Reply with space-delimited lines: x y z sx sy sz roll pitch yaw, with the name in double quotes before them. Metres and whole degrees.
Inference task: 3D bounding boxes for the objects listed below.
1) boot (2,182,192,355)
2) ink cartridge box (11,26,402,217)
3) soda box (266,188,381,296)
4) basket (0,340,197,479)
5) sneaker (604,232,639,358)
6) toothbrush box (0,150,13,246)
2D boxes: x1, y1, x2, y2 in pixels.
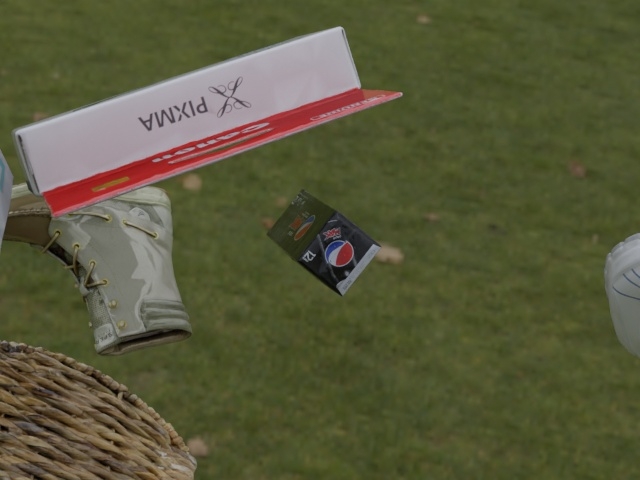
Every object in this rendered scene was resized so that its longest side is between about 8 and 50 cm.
"boot" -0.231 0.030 1.400 0.213 0.077 0.165 -1 68 -32
"ink cartridge box" -0.107 -0.107 1.225 0.296 0.066 0.261 -20 10 -12
"soda box" 0.000 0.000 1.305 0.053 0.060 0.169 39 0 -13
"basket" -0.310 0.256 1.507 0.299 0.223 0.213 33 40 -27
"sneaker" 0.296 0.046 1.119 0.111 0.297 0.129 3 67 -6
"toothbrush box" -0.381 -0.054 0.943 0.295 0.216 0.126 -16 35 7
